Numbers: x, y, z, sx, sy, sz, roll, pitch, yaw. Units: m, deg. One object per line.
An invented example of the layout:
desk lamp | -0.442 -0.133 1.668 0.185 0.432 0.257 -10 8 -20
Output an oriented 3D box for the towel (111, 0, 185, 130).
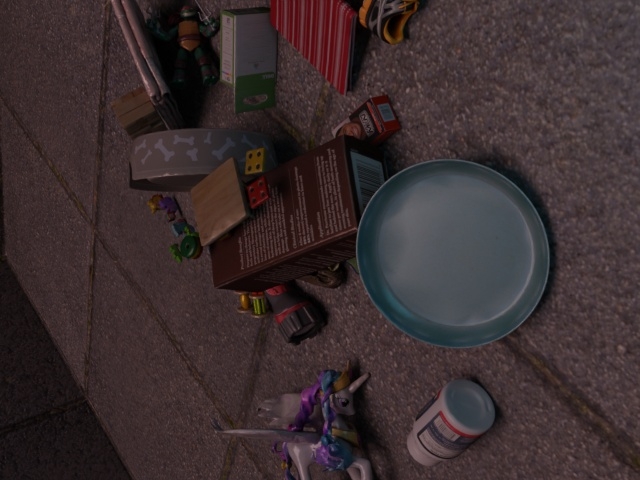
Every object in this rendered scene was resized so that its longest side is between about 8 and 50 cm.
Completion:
towel | -0.428 -0.455 1.878 0.332 0.053 0.316 110 138 -83

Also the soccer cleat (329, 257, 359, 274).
soccer cleat | -0.001 0.000 1.577 0.289 0.093 0.121 16 110 48

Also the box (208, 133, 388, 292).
box | -0.046 -0.037 1.461 0.382 0.143 0.191 -20 69 36

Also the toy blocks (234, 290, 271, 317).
toy blocks | -0.178 0.112 1.901 0.123 0.054 0.148 9 111 52

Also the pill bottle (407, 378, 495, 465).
pill bottle | 0.234 0.344 1.395 0.108 0.108 0.180 55 141 23

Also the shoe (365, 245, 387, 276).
shoe | 0.131 0.050 1.376 0.081 0.178 0.063 -7 62 57

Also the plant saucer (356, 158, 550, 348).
plant saucer | 0.215 0.021 1.240 0.318 0.044 0.317 5 105 20

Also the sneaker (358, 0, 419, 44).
sneaker | 0.134 -0.418 1.241 0.083 0.084 0.215 57 152 22

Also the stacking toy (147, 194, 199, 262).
stacking toy | -0.416 -0.066 2.157 0.221 0.052 0.167 62 145 11

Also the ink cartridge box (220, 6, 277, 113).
ink cartridge box | -0.154 -0.388 1.614 0.062 0.109 0.209 32 128 43

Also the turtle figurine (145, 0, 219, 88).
turtle figurine | -0.313 -0.484 1.790 0.175 0.118 0.234 -10 84 14

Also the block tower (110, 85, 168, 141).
block tower | -0.432 -0.268 1.928 0.091 0.097 0.335 60 173 18

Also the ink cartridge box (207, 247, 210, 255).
ink cartridge box | -0.235 -0.004 1.819 0.223 0.045 0.223 -166 83 -74

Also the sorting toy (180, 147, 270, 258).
sorting toy | -0.179 -0.075 1.465 0.275 0.046 0.132 -33 60 33

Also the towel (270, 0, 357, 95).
towel | -0.018 -0.429 1.437 0.275 0.031 0.198 50 156 28

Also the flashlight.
flashlight | -0.105 0.096 1.761 0.103 0.103 0.304 -37 66 12

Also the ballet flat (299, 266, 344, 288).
ballet flat | -0.058 0.052 1.662 0.250 0.058 0.084 17 86 37

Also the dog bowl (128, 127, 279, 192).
dog bowl | -0.257 -0.172 1.660 0.349 0.349 0.102 -5 87 54

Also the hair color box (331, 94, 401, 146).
hair color box | 0.084 -0.210 1.422 0.141 0.043 0.072 -35 76 54

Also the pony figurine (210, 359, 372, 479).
pony figurine | -0.026 0.461 1.701 0.351 0.303 0.363 -11 92 22
